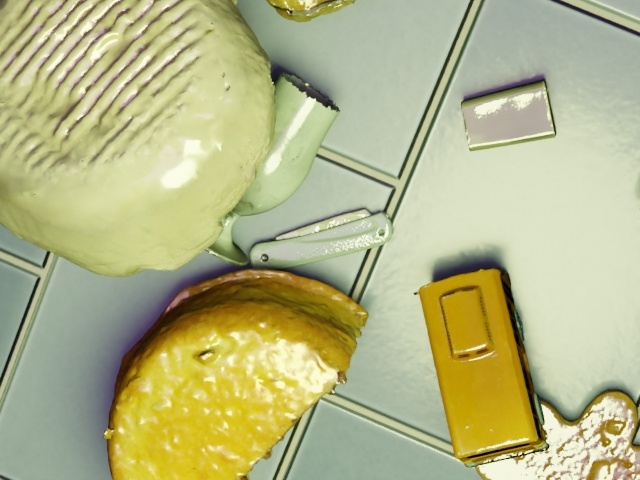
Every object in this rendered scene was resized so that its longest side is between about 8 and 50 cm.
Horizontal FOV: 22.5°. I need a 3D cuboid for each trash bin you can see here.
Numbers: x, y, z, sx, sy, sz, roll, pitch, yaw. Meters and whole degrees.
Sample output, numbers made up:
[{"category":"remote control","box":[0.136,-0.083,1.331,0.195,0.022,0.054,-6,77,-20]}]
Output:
[{"category":"trash bin","box":[0.198,-0.131,1.695,0.092,0.043,0.061,-11,97,13]}]

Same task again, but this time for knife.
[{"category":"knife","box":[0.000,0.000,1.751,0.162,0.023,0.044,-14,99,10]}]

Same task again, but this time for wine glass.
[{"category":"wine glass","box":[-0.062,-0.078,1.714,0.093,0.093,0.202,32,103,2]}]

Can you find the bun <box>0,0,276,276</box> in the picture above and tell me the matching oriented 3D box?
[{"category":"bun","box":[-0.199,-0.129,1.646,0.359,0.211,0.360,-10,65,23]}]

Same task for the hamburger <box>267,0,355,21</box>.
[{"category":"hamburger","box":[-0.005,-0.313,1.667,0.185,0.113,0.177,20,95,-3]}]

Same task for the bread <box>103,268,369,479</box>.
[{"category":"bread","box":[-0.121,0.160,1.704,0.179,0.194,0.340,42,105,-7]}]

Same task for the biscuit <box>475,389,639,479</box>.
[{"category":"biscuit","box":[0.303,0.260,1.735,0.301,0.049,0.197,24,92,3]}]

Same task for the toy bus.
[{"category":"toy bus","box":[0.167,0.128,1.678,0.098,0.114,0.201,-14,75,11]}]
